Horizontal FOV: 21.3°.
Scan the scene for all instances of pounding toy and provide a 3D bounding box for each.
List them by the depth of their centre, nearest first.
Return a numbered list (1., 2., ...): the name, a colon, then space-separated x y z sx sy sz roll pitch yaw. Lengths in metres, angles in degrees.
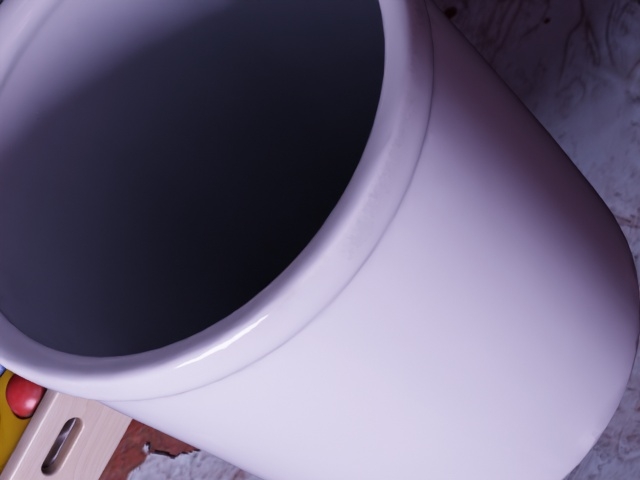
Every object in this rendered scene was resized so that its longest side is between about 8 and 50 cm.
1. pounding toy: -0.207 0.128 1.139 0.100 0.130 0.141 24 98 -46

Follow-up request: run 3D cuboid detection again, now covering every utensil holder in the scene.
1. utensil holder: 0.000 0.000 1.094 0.327 0.327 0.385 -54 141 -1
